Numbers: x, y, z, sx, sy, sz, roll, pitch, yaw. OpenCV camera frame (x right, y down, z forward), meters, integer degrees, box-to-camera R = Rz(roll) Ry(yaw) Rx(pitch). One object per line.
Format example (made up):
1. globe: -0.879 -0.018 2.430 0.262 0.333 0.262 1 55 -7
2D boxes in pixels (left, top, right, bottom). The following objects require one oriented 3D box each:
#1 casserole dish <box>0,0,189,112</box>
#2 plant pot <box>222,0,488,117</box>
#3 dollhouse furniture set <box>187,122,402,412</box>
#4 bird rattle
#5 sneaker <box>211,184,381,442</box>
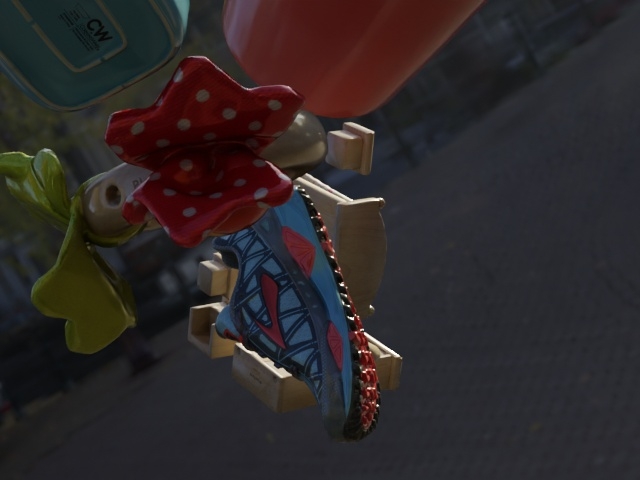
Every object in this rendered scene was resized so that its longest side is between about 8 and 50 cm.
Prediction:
1. casserole dish: -0.140 -0.134 0.827 0.114 0.188 0.037 -27 50 7
2. plant pot: 0.037 -0.264 1.477 0.275 0.275 0.243 -34 -16 -41
3. dollhouse furniture set: 0.000 0.000 1.826 0.173 0.356 0.303 -8 24 -34
4. bird rattle: -0.086 -0.046 0.987 0.253 0.143 0.207 -34 -9 41
5. sneaker: -0.027 0.080 1.411 0.125 0.262 0.104 -22 -36 4
